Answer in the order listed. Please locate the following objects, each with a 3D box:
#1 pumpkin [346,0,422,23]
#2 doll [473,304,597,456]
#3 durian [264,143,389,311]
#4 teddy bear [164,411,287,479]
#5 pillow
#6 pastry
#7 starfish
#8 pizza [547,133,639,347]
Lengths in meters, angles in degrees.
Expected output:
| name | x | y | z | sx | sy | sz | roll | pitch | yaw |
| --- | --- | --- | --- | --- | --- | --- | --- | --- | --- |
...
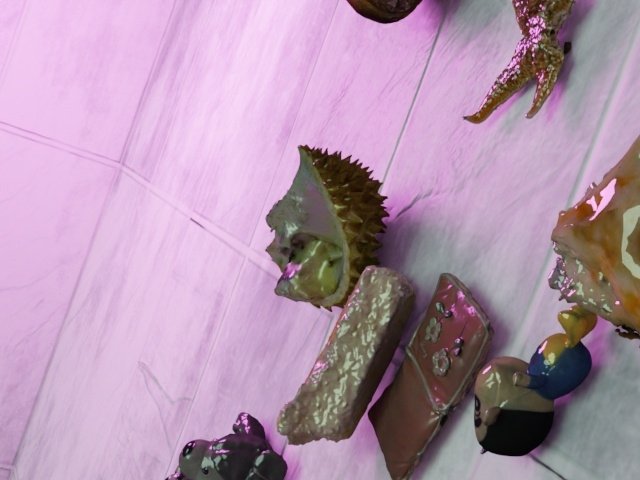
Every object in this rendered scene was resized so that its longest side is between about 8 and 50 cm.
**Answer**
| name | x | y | z | sx | sy | sz | roll | pitch | yaw |
| --- | --- | --- | --- | --- | --- | --- | --- | --- | --- |
| pumpkin | 0.124 | -0.408 | 1.298 | 0.219 | 0.162 | 0.219 | -52 | 9 | 12 |
| doll | 0.201 | 0.136 | 0.880 | 0.089 | 0.102 | 0.179 | 34 | 107 | 23 |
| durian | 0.000 | 0.000 | 1.258 | 0.306 | 0.166 | 0.172 | 130 | 152 | -62 |
| teddy bear | -0.156 | 0.347 | 1.367 | 0.251 | 0.144 | 0.171 | -55 | 16 | 24 |
| pillow | 0.125 | 0.161 | 1.049 | 0.233 | 0.043 | 0.126 | -64 | 24 | 20 |
| pastry | 0.037 | 0.146 | 1.123 | 0.089 | 0.121 | 0.258 | 22 | 81 | 27 |
| starfish | 0.249 | -0.255 | 1.064 | 0.138 | 0.050 | 0.248 | 18 | 94 | 61 |
| pizza | 0.375 | -0.055 | 0.649 | 0.392 | 0.080 | 0.435 | -62 | 35 | 7 |
